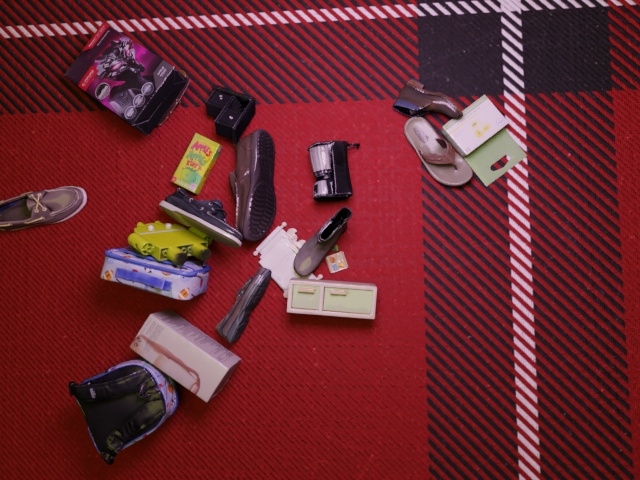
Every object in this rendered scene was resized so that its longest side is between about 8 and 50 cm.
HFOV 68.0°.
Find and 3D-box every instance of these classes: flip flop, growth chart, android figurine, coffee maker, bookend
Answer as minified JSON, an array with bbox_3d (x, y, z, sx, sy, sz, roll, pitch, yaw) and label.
[{"bbox_3d":[0.369,-0.285,1.502,0.112,0.080,0.277,-36,83,1],"label":"flip flop"},{"bbox_3d":[-0.103,0.072,1.545,0.172,0.021,0.237,-37,84,1],"label":"growth chart"},{"bbox_3d":[-0.470,-0.002,1.481,0.273,0.248,0.056,29,115,37],"label":"android figurine"},{"bbox_3d":[0.052,-0.219,1.504,0.172,0.120,0.178,-8,86,3],"label":"coffee maker"},{"bbox_3d":[-0.313,-0.412,1.538,0.157,0.072,0.156,21,59,6],"label":"bookend"}]

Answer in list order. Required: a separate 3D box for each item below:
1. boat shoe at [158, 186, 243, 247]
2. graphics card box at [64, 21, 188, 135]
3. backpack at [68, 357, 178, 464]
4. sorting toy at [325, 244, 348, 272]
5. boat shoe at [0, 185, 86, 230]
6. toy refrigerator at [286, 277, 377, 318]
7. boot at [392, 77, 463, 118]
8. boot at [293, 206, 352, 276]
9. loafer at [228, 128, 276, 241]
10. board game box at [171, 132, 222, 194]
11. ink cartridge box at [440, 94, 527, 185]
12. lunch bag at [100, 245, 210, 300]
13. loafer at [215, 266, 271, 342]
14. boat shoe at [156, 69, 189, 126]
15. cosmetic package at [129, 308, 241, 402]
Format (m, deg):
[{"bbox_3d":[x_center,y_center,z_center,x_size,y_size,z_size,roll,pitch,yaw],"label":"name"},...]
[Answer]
[{"bbox_3d":[-0.355,-0.084,1.481,0.340,0.127,0.113,22,69,34],"label":"boat shoe"},{"bbox_3d":[-0.641,-0.533,1.556,0.371,0.094,0.232,36,89,19],"label":"graphics card box"},{"bbox_3d":[-0.576,0.491,1.460,0.264,0.213,0.276,-26,91,12],"label":"backpack"},{"bbox_3d":[0.048,0.058,1.538,0.062,0.012,0.083,-19,85,3],"label":"sorting toy"},{"bbox_3d":[-0.953,-0.110,1.588,0.325,0.097,0.116,-15,85,4],"label":"boat shoe"},{"bbox_3d":[0.035,0.179,1.478,0.270,0.094,0.102,5,92,2],"label":"toy refrigerator"},{"bbox_3d":[0.335,-0.418,1.504,0.219,0.082,0.106,38,87,24],"label":"boot"},{"bbox_3d":[0.000,0.000,1.459,0.083,0.161,0.246,39,83,4],"label":"boot"},{"bbox_3d":[-0.225,-0.173,1.535,0.130,0.134,0.365,-4,75,31],"label":"loafer"},{"bbox_3d":[-0.411,-0.255,1.582,0.092,0.043,0.181,27,89,6],"label":"board game box"},{"bbox_3d":[0.523,-0.316,1.507,0.171,0.056,0.235,-37,82,1],"label":"ink cartridge box"},{"bbox_3d":[-0.497,0.097,1.462,0.304,0.243,0.114,13,92,5],"label":"lunch bag"},{"bbox_3d":[-0.252,0.195,1.515,0.084,0.096,0.267,29,92,17],"label":"loafer"},{"bbox_3d":[-0.509,-0.474,1.593,0.207,0.073,0.073,-47,61,4],"label":"boat shoe"},{"bbox_3d":[-0.418,0.354,1.487,0.296,0.153,0.129,33,91,7],"label":"cosmetic package"}]
